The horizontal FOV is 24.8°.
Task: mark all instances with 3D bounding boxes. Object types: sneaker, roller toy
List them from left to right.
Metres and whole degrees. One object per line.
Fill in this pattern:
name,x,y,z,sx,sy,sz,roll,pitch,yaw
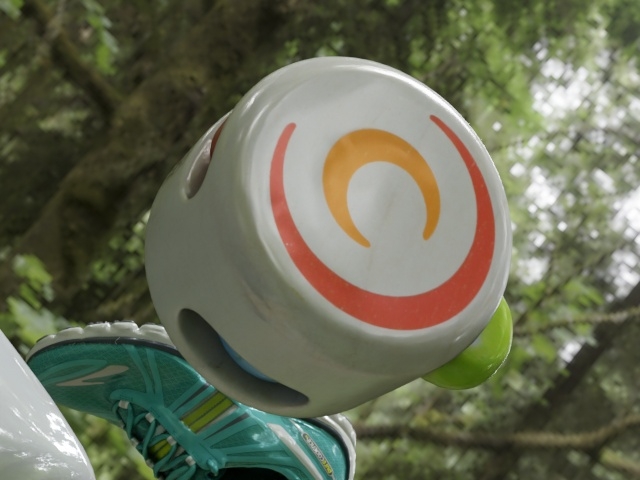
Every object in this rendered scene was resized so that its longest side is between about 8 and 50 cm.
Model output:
sneaker,-0.102,0.145,1.132,0.275,0.110,0.107,21,-37,-6
roller toy,0.000,0.000,0.858,0.146,0.191,0.209,-35,-116,55

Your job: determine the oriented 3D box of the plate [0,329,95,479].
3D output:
plate,-0.265,0.078,0.569,0.277,0.278,0.045,50,-1,27
